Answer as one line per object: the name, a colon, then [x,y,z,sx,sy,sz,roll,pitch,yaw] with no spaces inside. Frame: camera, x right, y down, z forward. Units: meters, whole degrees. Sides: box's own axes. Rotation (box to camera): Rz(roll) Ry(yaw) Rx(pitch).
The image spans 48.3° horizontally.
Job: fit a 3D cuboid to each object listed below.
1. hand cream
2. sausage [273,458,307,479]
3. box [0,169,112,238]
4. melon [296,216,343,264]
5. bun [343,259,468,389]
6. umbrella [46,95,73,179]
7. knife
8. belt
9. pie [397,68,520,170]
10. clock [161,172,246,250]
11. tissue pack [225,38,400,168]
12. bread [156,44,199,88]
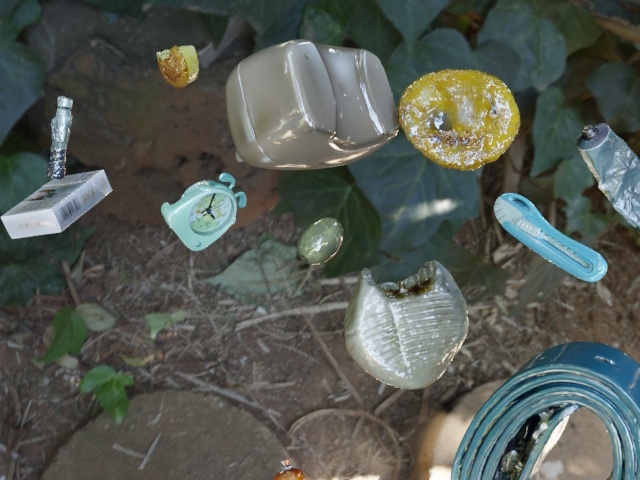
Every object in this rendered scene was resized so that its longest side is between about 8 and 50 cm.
hand cream: [0.464,-0.083,1.069,0.248,0.052,0.075,43,83,-21]
sausage: [-0.049,0.657,1.627,0.093,0.093,0.312,-5,72,-30]
box: [-0.626,-0.090,1.714,0.150,0.067,0.233,-4,27,19]
melon: [0.000,0.000,1.719,0.098,0.098,0.130,41,76,1]
bun: [0.174,0.178,1.522,0.282,0.205,0.281,0,90,-10]
umbrella: [-0.590,-0.231,1.612,0.050,0.188,0.046,17,18,17]
knife: [0.367,-0.007,1.159,0.031,0.064,0.222,8,27,-49]
belt: [0.407,0.388,1.233,0.300,0.436,0.173,33,28,25]
pie: [0.305,-0.274,1.589,0.273,0.069,0.273,-1,72,2]
clock: [-0.265,-0.073,1.674,0.188,0.148,0.060,-37,46,-9]
tissue pack: [-0.029,-0.295,1.620,0.387,0.277,0.267,-11,86,-51]
bread: [-0.431,-0.529,2.175,0.086,0.156,0.125,-34,113,-34]
